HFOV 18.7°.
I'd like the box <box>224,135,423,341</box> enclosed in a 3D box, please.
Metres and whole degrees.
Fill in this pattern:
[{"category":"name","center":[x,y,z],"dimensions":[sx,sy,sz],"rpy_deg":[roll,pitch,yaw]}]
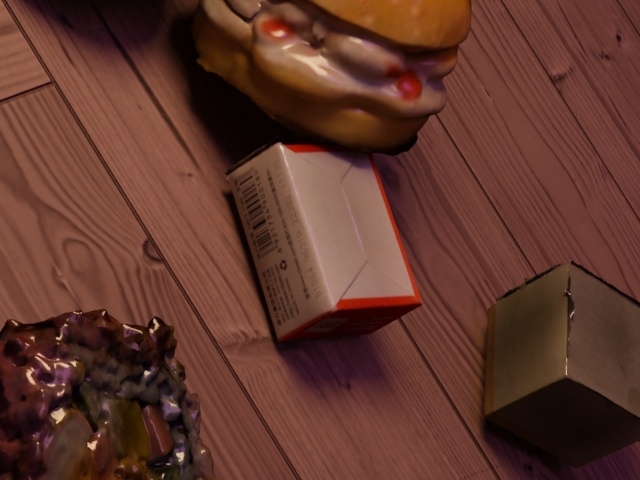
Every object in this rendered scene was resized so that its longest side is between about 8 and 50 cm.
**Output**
[{"category":"box","center":[0.000,0.000,1.873],"dimensions":[0.133,0.099,0.182],"rpy_deg":[-4,69,-47]}]

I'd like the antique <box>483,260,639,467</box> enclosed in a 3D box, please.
[{"category":"antique","center":[0.255,0.130,2.003],"dimensions":[0.146,0.148,0.152],"rpy_deg":[30,47,-27]}]

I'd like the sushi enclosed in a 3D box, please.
[{"category":"sushi","center":[-0.202,0.178,1.444],"dimensions":[0.270,0.170,0.237],"rpy_deg":[16,66,-64]}]

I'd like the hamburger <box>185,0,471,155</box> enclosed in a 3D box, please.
[{"category":"hamburger","center":[0.023,-0.244,1.898],"dimensions":[0.276,0.237,0.276],"rpy_deg":[21,28,-12]}]
